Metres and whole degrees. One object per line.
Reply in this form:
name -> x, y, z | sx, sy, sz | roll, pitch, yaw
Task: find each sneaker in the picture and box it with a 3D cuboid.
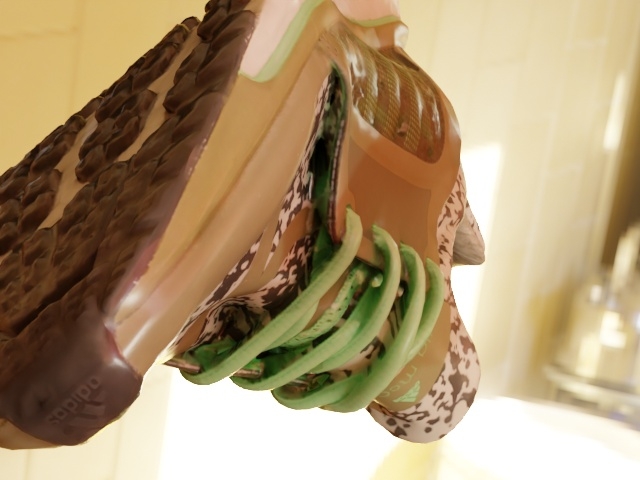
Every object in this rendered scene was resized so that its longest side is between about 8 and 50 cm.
sneaker -> 0.000, 0.000, 0.675 | 0.182, 0.158, 0.410 | 49, 20, -5
